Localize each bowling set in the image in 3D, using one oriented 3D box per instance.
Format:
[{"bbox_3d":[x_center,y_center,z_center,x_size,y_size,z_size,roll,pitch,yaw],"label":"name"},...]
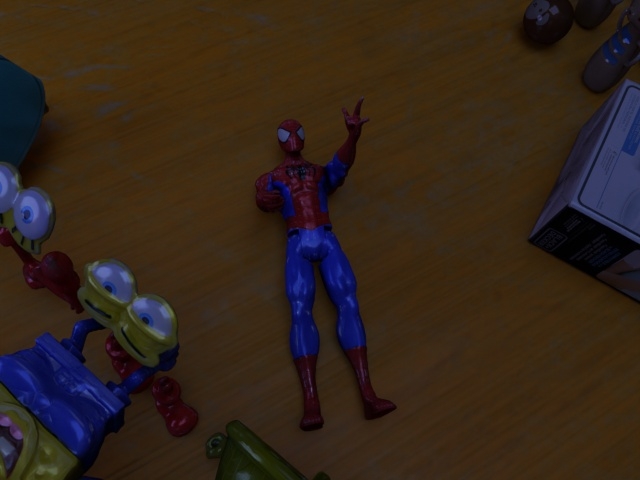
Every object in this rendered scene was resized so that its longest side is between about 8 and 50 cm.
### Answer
[{"bbox_3d":[0.334,-0.244,0.612,0.200,0.154,0.286,1,67,-6],"label":"bowling set"}]

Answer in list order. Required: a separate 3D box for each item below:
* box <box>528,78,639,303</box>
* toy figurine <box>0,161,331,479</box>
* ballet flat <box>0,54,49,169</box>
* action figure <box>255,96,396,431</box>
[{"bbox_3d":[0.370,-0.007,0.552,0.290,0.087,0.169,31,67,7],"label":"box"},{"bbox_3d":[-0.162,0.151,0.352,0.363,0.191,0.217,41,60,9],"label":"toy figurine"},{"bbox_3d":[-0.388,-0.004,0.447,0.147,0.147,0.408,27,67,5],"label":"ballet flat"},{"bbox_3d":[0.000,0.000,0.485,0.092,0.139,0.280,-8,66,-11],"label":"action figure"}]
